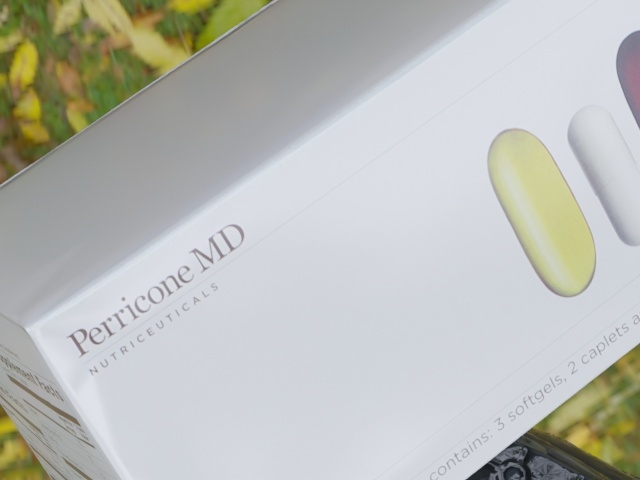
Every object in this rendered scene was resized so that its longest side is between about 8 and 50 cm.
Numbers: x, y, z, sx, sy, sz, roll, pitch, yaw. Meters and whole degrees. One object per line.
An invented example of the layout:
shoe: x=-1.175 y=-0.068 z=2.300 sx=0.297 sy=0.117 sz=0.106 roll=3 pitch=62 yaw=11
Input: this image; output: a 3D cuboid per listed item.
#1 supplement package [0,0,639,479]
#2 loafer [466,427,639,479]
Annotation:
supplement package: x=0.000 y=0.000 z=0.749 sx=0.262 sy=0.204 sz=0.145 roll=-36 pitch=110 yaw=-15
loafer: x=0.149 y=0.145 z=0.818 sx=0.223 sy=0.078 sz=0.076 roll=31 pitch=96 yaw=8
